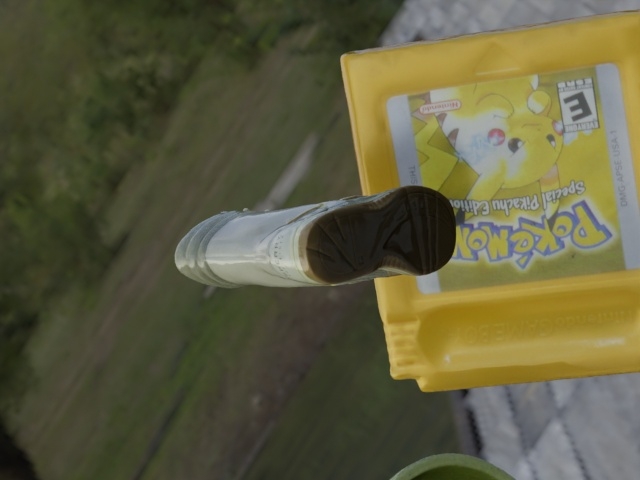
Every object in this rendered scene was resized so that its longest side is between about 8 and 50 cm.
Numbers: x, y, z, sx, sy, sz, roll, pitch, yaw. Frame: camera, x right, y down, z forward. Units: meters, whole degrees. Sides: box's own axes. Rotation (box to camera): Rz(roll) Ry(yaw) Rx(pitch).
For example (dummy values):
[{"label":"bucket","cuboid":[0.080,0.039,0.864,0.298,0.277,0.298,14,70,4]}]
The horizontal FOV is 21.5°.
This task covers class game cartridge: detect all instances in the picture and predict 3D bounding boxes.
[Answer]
[{"label":"game cartridge","cuboid":[0.180,-0.030,1.518,0.053,0.285,0.323,-39,-59,-73]}]

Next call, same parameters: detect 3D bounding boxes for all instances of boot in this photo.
[{"label":"boot","cuboid":[0.000,0.000,1.429,0.165,0.077,0.213,-4,4,41]}]

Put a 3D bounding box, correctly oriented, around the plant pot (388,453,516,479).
[{"label":"plant pot","cuboid":[0.050,0.347,1.433,0.254,0.276,0.276,-28,25,41]}]
